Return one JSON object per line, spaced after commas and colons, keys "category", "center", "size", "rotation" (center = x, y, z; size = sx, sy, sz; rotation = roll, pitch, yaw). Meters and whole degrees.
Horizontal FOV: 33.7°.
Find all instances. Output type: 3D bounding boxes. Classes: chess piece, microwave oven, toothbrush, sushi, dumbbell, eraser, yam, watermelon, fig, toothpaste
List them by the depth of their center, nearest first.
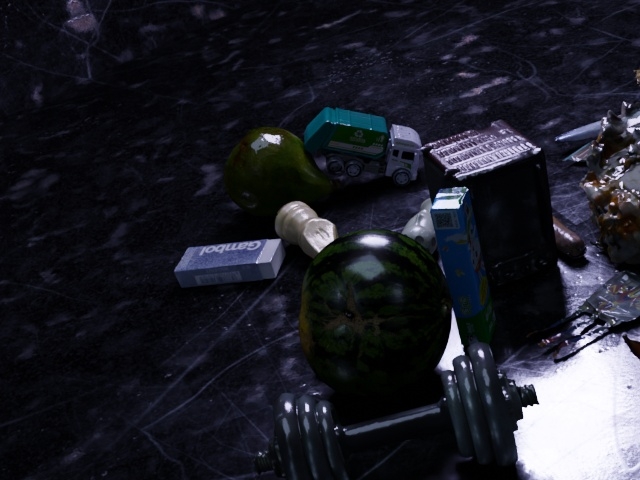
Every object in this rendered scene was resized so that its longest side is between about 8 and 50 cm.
{"category": "dumbbell", "center": [0.105, 0.264, 1.479], "size": [0.406, 0.179, 0.179], "rotation": [-14, 29, 4]}
{"category": "watermelon", "center": [0.086, 0.117, 1.663], "size": [0.269, 0.269, 0.269], "rotation": [-13, 29, 8]}
{"category": "toothpaste", "center": [0.231, 0.045, 1.691], "size": [0.050, 0.267, 0.065], "rotation": [-3, 32, 23]}
{"category": "sushi", "center": [0.646, -0.109, 1.821], "size": [0.417, 0.176, 0.417], "rotation": [-13, 31, 8]}
{"category": "microwave oven", "center": [0.298, -0.059, 1.861], "size": [0.178, 0.247, 0.188], "rotation": [-18, 30, -7]}
{"category": "yam", "center": [0.410, -0.034, 1.956], "size": [0.046, 0.046, 0.264], "rotation": [-23, 29, -10]}
{"category": "chess piece", "center": [0.000, 0.000, 2.101], "size": [0.090, 0.090, 0.200], "rotation": [-31, 43, -23]}
{"category": "eraser", "center": [-0.183, 0.046, 2.138], "size": [0.212, 0.046, 0.092], "rotation": [-6, 32, 20]}
{"category": "toothbrush", "center": [0.684, -0.268, 2.188], "size": [0.413, 0.042, 0.035], "rotation": [-18, 30, 2]}
{"category": "fig", "center": [-0.080, -0.140, 2.271], "size": [0.245, 0.195, 0.195], "rotation": [16, 39, 13]}

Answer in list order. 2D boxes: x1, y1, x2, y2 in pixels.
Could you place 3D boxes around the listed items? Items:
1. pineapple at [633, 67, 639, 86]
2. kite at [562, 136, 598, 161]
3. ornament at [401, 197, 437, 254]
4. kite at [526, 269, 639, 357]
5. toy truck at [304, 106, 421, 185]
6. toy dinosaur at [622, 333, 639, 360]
{"category": "pineapple", "center": [0.761, -0.407, 2.312], "size": [0.250, 0.140, 0.164], "rotation": [-24, 23, -17]}
{"category": "kite", "center": [0.692, -0.204, 2.127], "size": [0.406, 0.014, 0.368], "rotation": [-9, 31, 14]}
{"category": "ornament", "center": [0.199, -0.023, 2.019], "size": [0.075, 0.081, 0.156], "rotation": [4, 31, 26]}
{"category": "kite", "center": [0.452, 0.118, 1.706], "size": [0.245, 0.015, 0.141], "rotation": [-26, 28, -16]}
{"category": "toy truck", "center": [0.091, -0.203, 2.270], "size": [0.253, 0.124, 0.114], "rotation": [9, 31, -6]}
{"category": "toy dinosaur", "center": [0.614, 0.126, 1.506], "size": [0.327, 0.113, 0.206], "rotation": [1, 34, 27]}
